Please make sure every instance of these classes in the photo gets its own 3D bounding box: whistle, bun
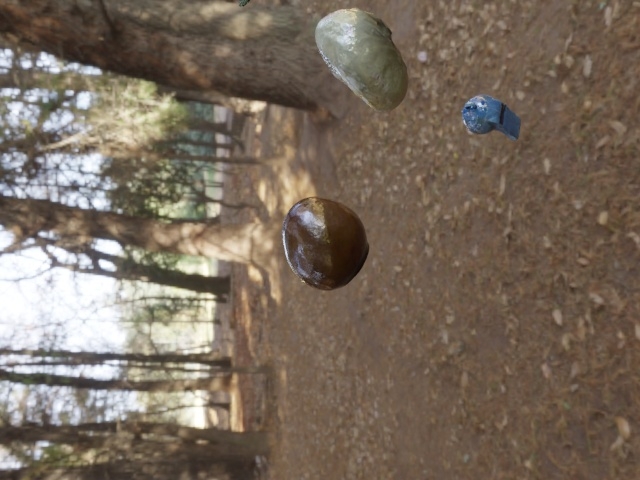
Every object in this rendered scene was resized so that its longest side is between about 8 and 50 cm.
[{"bbox_3d":[0.353,-0.260,1.314,0.090,0.158,0.090,-16,66,39],"label":"whistle"},{"bbox_3d":[0.108,-0.439,1.481,0.168,0.273,0.273,-38,32,16],"label":"bun"}]

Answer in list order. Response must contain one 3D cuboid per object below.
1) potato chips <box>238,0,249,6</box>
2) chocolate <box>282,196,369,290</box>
[{"bbox_3d":[-0.185,-0.546,1.177,0.209,0.142,0.026,51,-165,-36],"label":"potato chips"},{"bbox_3d":[0.000,0.000,1.136,0.177,0.177,0.176,-178,90,-80],"label":"chocolate"}]
